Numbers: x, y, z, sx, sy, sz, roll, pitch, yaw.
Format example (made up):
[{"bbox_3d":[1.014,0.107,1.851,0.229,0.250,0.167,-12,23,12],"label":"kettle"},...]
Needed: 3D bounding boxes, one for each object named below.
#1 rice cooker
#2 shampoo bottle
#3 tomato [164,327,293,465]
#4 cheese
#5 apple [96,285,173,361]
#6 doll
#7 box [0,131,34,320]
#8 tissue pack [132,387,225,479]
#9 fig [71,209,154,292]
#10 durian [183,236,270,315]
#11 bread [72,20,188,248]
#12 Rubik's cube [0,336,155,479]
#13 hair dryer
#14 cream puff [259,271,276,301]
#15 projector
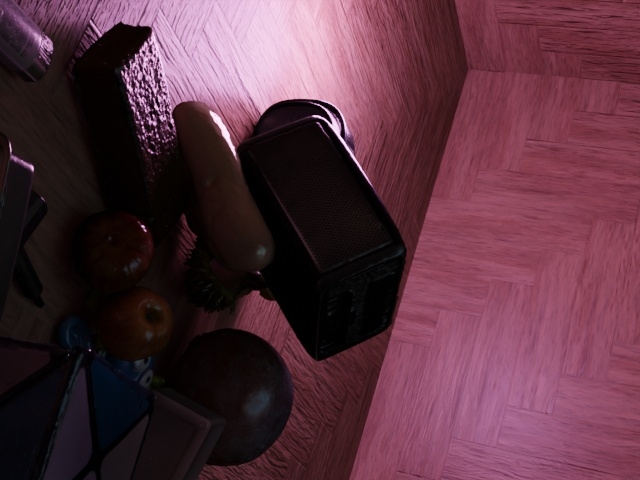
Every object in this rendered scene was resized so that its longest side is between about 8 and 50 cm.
[{"bbox_3d":[-0.039,-0.221,2.467,0.224,0.267,0.267,37,64,-68],"label":"rice cooker"},{"bbox_3d":[-0.494,-0.335,1.505,0.227,0.056,0.086,52,49,-63],"label":"shampoo bottle"},{"bbox_3d":[-0.214,0.357,2.235,0.316,0.283,0.316,-51,155,-37],"label":"tomato"},{"bbox_3d":[-0.213,-0.119,2.011,0.130,0.351,0.328,-18,115,-17],"label":"cheese"},{"bbox_3d":[-0.346,0.157,1.836,0.146,0.131,0.146,17,67,-45],"label":"apple"},{"bbox_3d":[-0.413,0.270,1.909,0.341,0.099,0.346,-53,143,-54],"label":"doll"},{"bbox_3d":[-0.526,-0.018,1.339,0.166,0.221,0.290,18,82,-56],"label":"box"},{"bbox_3d":[-0.327,0.441,2.005,0.246,0.159,0.136,-61,171,-5],"label":"tissue pack"},{"bbox_3d":[-0.394,0.015,1.825,0.148,0.202,0.149,-6,103,-30],"label":"fig"},{"bbox_3d":[-0.214,0.076,2.226,0.352,0.169,0.158,-11,111,-77],"label":"durian"},{"bbox_3d":[-0.352,-0.189,1.859,0.165,0.113,0.416,-57,150,-45],"label":"bread"},{"bbox_3d":[-0.469,0.316,1.494,0.310,0.305,0.307,58,45,-60],"label":"Rubik's cube"},{"bbox_3d":[-0.510,0.058,1.624,0.248,0.078,0.195,81,28,-51],"label":"hair dryer"},{"bbox_3d":[-0.141,0.079,2.505,0.146,0.146,0.116,-50,164,-54],"label":"cream puff"},{"bbox_3d":[0.000,0.000,2.154,0.242,0.405,0.395,-22,152,-16],"label":"projector"}]
